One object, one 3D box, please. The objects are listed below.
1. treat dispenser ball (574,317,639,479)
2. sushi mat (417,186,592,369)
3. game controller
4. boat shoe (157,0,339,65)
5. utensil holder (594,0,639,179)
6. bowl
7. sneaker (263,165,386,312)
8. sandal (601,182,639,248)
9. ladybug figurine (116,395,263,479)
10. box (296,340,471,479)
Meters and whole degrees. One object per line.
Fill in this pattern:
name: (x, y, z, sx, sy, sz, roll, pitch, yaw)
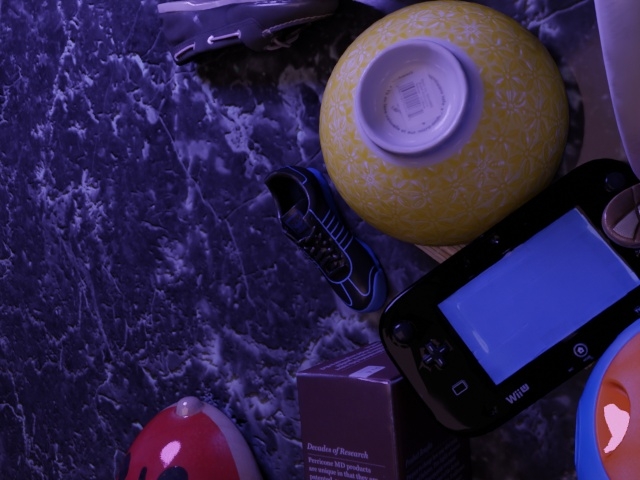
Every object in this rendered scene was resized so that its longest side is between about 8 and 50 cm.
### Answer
treat dispenser ball: (0.360, 0.181, 0.544, 0.288, 0.288, 0.288, 3, 96, 35)
sushi mat: (0.222, -0.003, 0.788, 0.316, 0.019, 0.151, 38, 115, 26)
game controller: (0.221, 0.058, 0.686, 0.319, 0.067, 0.166, -36, 63, 4)
boat shoe: (-0.103, -0.300, 0.946, 0.335, 0.112, 0.096, 11, 118, 39)
utensil holder: (0.415, -0.223, 0.458, 0.385, 0.327, 0.328, -4, 91, 32)
bowl: (0.116, -0.139, 0.728, 0.289, 0.156, 0.290, -1, 86, 21)
sneaker: (0.000, 0.000, 0.898, 0.081, 0.090, 0.232, -41, 71, 30)
sandal: (0.341, -0.035, 0.637, 0.072, 0.180, 0.049, 58, 164, 30)
ladybug figurine: (-0.218, 0.472, 1.046, 0.305, 0.161, 0.450, -2, 93, 35)
box: (0.088, 0.327, 0.804, 0.143, 0.191, 0.382, -1, 93, 35)
